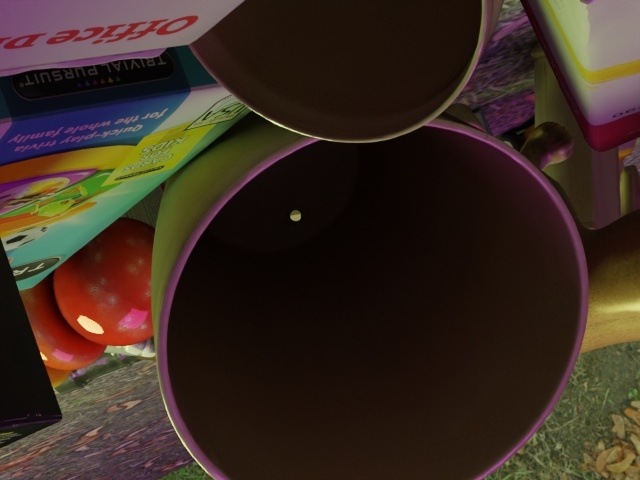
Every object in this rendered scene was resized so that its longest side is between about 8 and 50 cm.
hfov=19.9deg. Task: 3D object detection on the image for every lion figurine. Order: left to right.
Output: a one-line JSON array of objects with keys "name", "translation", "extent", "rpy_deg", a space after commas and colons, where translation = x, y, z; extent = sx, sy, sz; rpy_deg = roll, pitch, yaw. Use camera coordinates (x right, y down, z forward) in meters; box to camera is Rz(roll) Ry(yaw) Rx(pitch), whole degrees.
[{"name": "lion figurine", "translation": [0.214, 0.011, 1.138], "extent": [0.392, 0.142, 0.240], "rpy_deg": [-22, -156, 52]}]

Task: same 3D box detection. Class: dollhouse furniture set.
[{"name": "dollhouse furniture set", "translation": [0.069, -0.034, 1.523], "extent": [0.355, 0.174, 0.303], "rpy_deg": [-8, 151, 21]}]

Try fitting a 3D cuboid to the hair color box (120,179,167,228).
[{"name": "hair color box", "translation": [-0.148, 0.004, 1.357], "extent": [0.167, 0.093, 0.053], "rpy_deg": [-29, 167, 38]}]

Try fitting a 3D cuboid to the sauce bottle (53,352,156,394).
[{"name": "sauce bottle", "translation": [-0.090, 0.044, 1.635], "extent": [0.344, 0.111, 0.111], "rpy_deg": [-24, 170, 5]}]

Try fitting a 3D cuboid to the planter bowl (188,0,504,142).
[{"name": "planter bowl", "translation": [0.019, -0.142, 0.843], "extent": [0.162, 0.162, 0.109], "rpy_deg": [-31, -166, 40]}]

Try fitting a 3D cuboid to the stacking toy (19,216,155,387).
[{"name": "stacking toy", "translation": [-0.229, 0.073, 1.328], "extent": [0.330, 0.141, 0.141], "rpy_deg": [-22, 171, 33]}]

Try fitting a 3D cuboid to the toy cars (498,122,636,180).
[{"name": "toy cars", "translation": [0.341, -0.130, 1.710], "extent": [0.393, 0.087, 0.176], "rpy_deg": [-25, 170, 16]}]

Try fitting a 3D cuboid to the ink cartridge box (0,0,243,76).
[{"name": "ink cartridge box", "translation": [-0.060, -0.163, 0.608], "extent": [0.197, 0.114, 0.273], "rpy_deg": [-13, 166, -45]}]

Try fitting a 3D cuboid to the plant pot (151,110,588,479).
[{"name": "plant pot", "translation": [0.000, 0.000, 1.157], "extent": [0.256, 0.256, 0.274], "rpy_deg": [-21, -154, -6]}]

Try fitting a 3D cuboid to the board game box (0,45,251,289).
[{"name": "board game box", "translation": [-0.210, -0.039, 1.041], "extent": [0.254, 0.079, 0.336], "rpy_deg": [-14, 167, -39]}]

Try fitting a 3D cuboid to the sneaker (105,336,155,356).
[{"name": "sneaker", "translation": [-0.224, 0.060, 1.518], "extent": [0.132, 0.086, 0.228], "rpy_deg": [-20, 156, 32]}]

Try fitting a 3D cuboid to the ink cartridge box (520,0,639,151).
[{"name": "ink cartridge box", "translation": [0.231, -0.194, 0.931], "extent": [0.279, 0.160, 0.384], "rpy_deg": [-23, 170, 6]}]

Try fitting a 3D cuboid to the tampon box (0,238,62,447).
[{"name": "tampon box", "translation": [-0.245, 0.073, 0.981], "extent": [0.161, 0.120, 0.101], "rpy_deg": [-25, 169, 19]}]

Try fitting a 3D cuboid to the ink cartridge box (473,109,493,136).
[{"name": "ink cartridge box", "translation": [0.118, -0.058, 1.686], "extent": [0.104, 0.061, 0.181], "rpy_deg": [-23, 170, 6]}]
